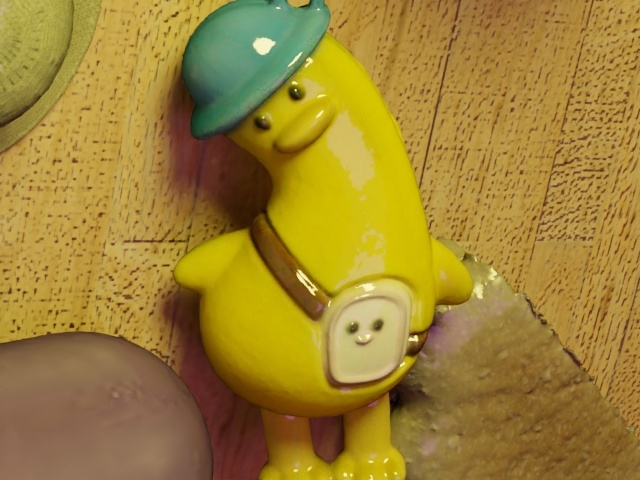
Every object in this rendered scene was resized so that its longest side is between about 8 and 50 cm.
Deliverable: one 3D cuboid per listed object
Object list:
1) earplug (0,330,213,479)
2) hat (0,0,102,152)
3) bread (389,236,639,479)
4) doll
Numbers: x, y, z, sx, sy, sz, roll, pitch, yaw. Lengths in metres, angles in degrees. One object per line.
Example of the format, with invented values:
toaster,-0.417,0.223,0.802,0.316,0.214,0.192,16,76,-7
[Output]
earplug,-0.269,0.169,0.947,0.455,0.215,0.215,-14,117,-32
hat,-0.211,-0.132,0.892,0.257,0.130,0.257,-13,116,-28
bread,0.127,0.149,1.262,0.183,0.102,0.337,-45,130,-5
doll,0.000,0.000,1.079,0.199,0.145,0.363,-7,112,-5
